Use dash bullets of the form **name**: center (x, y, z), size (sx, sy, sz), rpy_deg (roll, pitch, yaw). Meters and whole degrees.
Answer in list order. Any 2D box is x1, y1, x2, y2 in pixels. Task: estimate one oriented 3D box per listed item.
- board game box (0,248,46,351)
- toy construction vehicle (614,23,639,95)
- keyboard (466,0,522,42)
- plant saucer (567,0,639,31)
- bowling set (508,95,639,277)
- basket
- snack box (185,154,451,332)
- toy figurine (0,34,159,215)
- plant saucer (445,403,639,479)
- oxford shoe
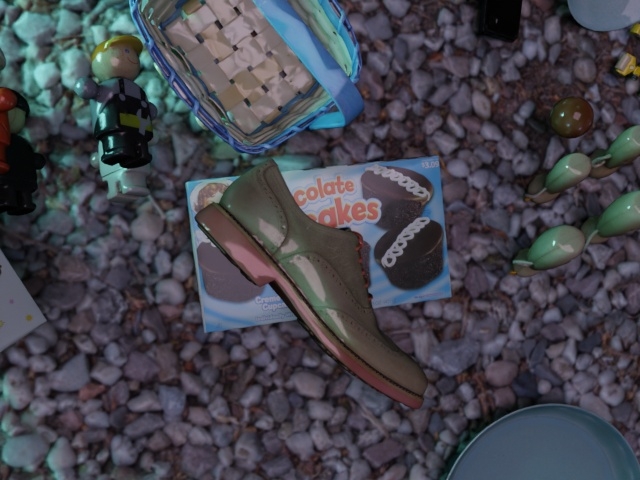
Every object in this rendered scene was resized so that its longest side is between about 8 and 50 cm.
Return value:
- **board game box**: center (-0.441, 0.001, 0.683), size (0.097, 0.224, 0.303), rpy_deg (-40, 102, -44)
- **toy construction vehicle**: center (0.465, -0.248, 0.939), size (0.098, 0.035, 0.086), rpy_deg (24, 100, -9)
- **keyboard**: center (0.231, -0.369, 0.890), size (0.100, 0.038, 0.192), rpy_deg (4, 92, -34)
- **plant saucer**: center (0.407, -0.372, 0.875), size (0.194, 0.037, 0.195), rpy_deg (-11, 139, -9)
- **bowling set**: center (0.366, -0.086, 0.892), size (0.286, 0.154, 0.200), rpy_deg (-18, 78, -8)
- **basket**: center (-0.070, -0.214, 0.704), size (0.201, 0.289, 0.255), rpy_deg (-40, 99, -10)
- **snack box**: center (0.000, 0.000, 0.850), size (0.321, 0.060, 0.187), rpy_deg (-8, 96, -10)
- **toy figurine**: center (-0.282, -0.127, 0.716), size (0.209, 0.213, 0.148), rpy_deg (-8, 79, -13)
- **plant saucer**: center (0.308, 0.382, 0.945), size (0.317, 0.043, 0.318), rpy_deg (-1, 95, -11)
- **oxford shoe**: center (0.021, 0.055, 0.769), size (0.348, 0.123, 0.130), rpy_deg (45, 82, -14)
